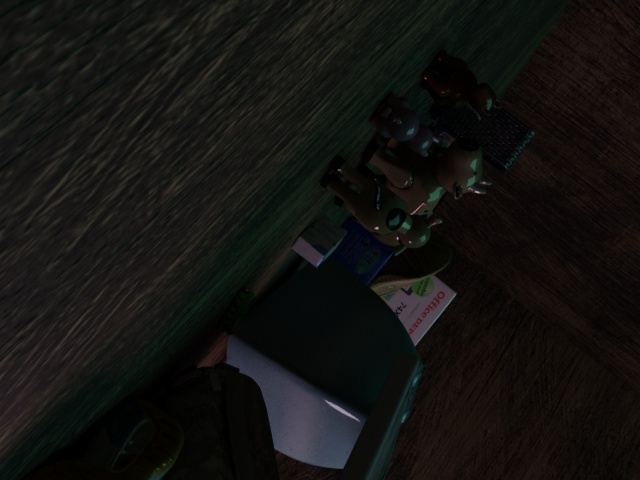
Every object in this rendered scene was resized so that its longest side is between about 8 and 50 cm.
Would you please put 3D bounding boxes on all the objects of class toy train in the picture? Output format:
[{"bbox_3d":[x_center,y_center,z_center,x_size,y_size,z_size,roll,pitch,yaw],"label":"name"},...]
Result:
[{"bbox_3d":[-0.111,0.096,1.114,0.083,0.023,0.017,-56,172,33],"label":"toy train"}]

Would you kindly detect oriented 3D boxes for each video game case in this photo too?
[{"bbox_3d":[0.040,0.356,1.105,0.329,0.036,0.300,-57,162,-44],"label":"video game case"}]

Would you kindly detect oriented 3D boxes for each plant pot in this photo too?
[{"bbox_3d":[0.020,0.221,1.362,0.247,0.252,0.248,-40,152,-38],"label":"plant pot"}]

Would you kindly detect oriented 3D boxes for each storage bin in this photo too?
[{"bbox_3d":[0.300,-0.213,1.558,0.084,0.180,0.122,-51,173,4],"label":"storage bin"}]

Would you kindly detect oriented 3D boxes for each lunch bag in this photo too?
[{"bbox_3d":[-0.145,0.337,1.035,0.256,0.212,0.305,-58,-151,28],"label":"lunch bag"}]

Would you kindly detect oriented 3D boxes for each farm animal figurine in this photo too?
[{"bbox_3d":[0.137,-0.084,1.185,0.330,0.172,0.327,-48,173,-28],"label":"farm animal figurine"}]

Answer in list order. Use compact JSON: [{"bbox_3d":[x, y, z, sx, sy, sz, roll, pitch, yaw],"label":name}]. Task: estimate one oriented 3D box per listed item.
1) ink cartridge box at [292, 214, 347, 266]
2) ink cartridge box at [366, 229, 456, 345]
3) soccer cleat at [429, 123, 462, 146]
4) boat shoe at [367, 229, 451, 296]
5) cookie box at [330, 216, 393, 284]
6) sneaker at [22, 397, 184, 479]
[{"bbox_3d":[0.000,0.000,1.244,0.083,0.048,0.028,-42,169,-53],"label":"ink cartridge box"},{"bbox_3d":[0.164,0.116,2.017,0.198,0.270,0.197,-52,173,3],"label":"ink cartridge box"},{"bbox_3d":[0.211,-0.164,1.687,0.248,0.083,0.095,-47,168,-18],"label":"soccer cleat"},{"bbox_3d":[0.130,0.064,1.860,0.341,0.122,0.110,-15,164,-20],"label":"boat shoe"},{"bbox_3d":[0.069,0.024,1.588,0.092,0.107,0.040,-49,174,-16],"label":"cookie box"},{"bbox_3d":[-0.243,0.282,0.852,0.131,0.112,0.296,-54,172,22],"label":"sneaker"}]
